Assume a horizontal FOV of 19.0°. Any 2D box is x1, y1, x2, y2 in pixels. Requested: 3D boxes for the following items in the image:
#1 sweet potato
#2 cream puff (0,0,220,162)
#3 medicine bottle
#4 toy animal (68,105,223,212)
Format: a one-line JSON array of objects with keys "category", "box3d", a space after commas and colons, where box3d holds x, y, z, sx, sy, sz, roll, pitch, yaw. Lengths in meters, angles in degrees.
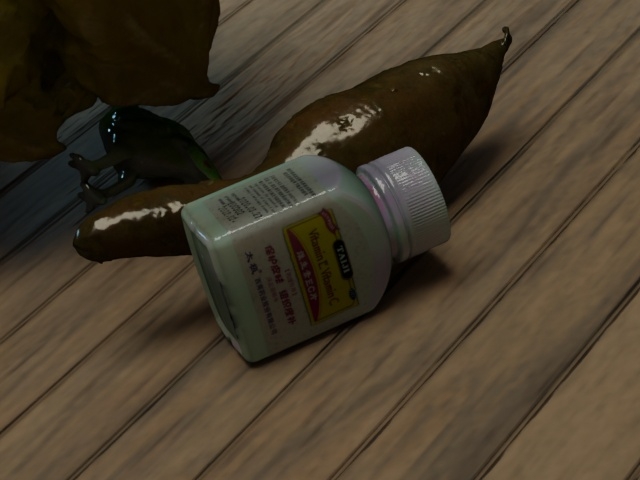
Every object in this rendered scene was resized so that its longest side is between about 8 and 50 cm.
[{"category": "sweet potato", "box3d": [0.001, -0.034, 0.986, 0.269, 0.074, 0.075, -26, 30, -23]}, {"category": "cream puff", "box3d": [-0.202, -0.165, 1.084, 0.324, 0.257, 0.291, -22, 5, -22]}, {"category": "medicine bottle", "box3d": [0.000, 0.000, 0.929, 0.118, 0.074, 0.055, -23, 29, -13]}, {"category": "toy animal", "box3d": [-0.095, -0.036, 1.080, 0.075, 0.041, 0.217, -21, 33, -19]}]
